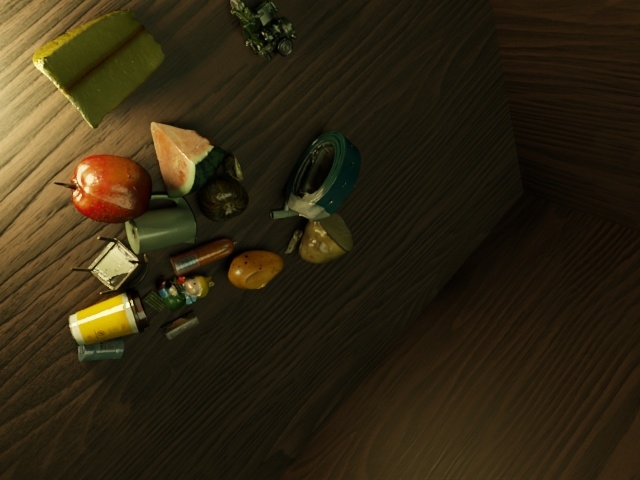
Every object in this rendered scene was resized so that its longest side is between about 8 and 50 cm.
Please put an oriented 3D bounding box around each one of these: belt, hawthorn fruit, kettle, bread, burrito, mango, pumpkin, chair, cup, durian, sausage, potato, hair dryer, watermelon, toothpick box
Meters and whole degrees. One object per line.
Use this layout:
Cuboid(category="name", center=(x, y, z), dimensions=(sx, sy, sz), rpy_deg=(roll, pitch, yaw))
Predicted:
Cuboid(category="belt", center=(0.014, -0.306, 1.991), dimensions=(0.173, 0.300, 0.437), rpy_deg=(25, 92, -44))
Cuboid(category="hawthorn fruit", center=(-0.764, -0.181, 1.451), dimensions=(0.300, 0.254, 0.254), rpy_deg=(1, 113, -53))
Cuboid(category="kettle", center=(-0.648, -0.078, 1.687), dimensions=(0.255, 0.165, 0.240), rpy_deg=(-15, 94, -34))
Cuboid(category="bread", center=(-0.675, -0.579, 1.323), dimensions=(0.361, 0.245, 0.233), rpy_deg=(-40, 132, -10))
Cuboid(category="burrito", center=(-0.141, 0.008, 2.224), dimensions=(0.055, 0.041, 0.149), rpy_deg=(18, 105, -30))
Cuboid(category="mango", center=(-0.321, 0.133, 2.040), dimensions=(0.290, 0.191, 0.160), rpy_deg=(-15, 129, -28))
Cuboid(category="pumpkin", center=(-0.433, -0.188, 1.804), dimensions=(0.219, 0.162, 0.219), rpy_deg=(-20, 148, -13))
Cuboid(category="chair", center=(-0.819, 0.103, 1.646), dimensions=(0.188, 0.166, 0.272), rpy_deg=(-51, 177, -6))
Cuboid(category="cup", center=(-0.867, 0.324, 1.712), dimensions=(0.279, 0.196, 0.196), rpy_deg=(-17, 124, -21))
Cuboid(category="durian", center=(-0.387, -0.322, 1.803), dimensions=(0.071, 0.110, 0.140), rpy_deg=(-14, 123, -5))
Cuboid(category="sausage", center=(-0.526, 0.062, 1.902), dimensions=(0.312, 0.093, 0.093), rpy_deg=(-25, 127, -28))
Cuboid(category="potato", center=(0.000, 0.000, 2.215), dimensions=(0.237, 0.301, 0.288), rpy_deg=(-42, 170, 30))
Cuboid(category="hair dryer", center=(-0.177, -0.204, 2.082), dimensions=(0.155, 0.044, 0.183), rpy_deg=(-13, 116, -35))
Cuboid(category="watermelon", center=(-0.535, -0.300, 1.607), dimensions=(0.292, 0.283, 0.250), rpy_deg=(15, 79, -19))
Cuboid(category="toothpick box", center=(-0.943, 0.464, 1.775), dimensions=(0.153, 0.101, 0.101), rpy_deg=(10, 107, -44))

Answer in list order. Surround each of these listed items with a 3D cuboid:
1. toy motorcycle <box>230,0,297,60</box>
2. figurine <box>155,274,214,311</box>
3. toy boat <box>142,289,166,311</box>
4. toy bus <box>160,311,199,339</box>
Cuboid(category="toy motorcycle", center=(-0.216, -0.847, 1.626), dimensions=(0.205, 0.127, 0.275), rpy_deg=(-43, 137, -9))
Cuboid(category="figurine", center=(-0.617, 0.206, 1.898), dimensions=(0.234, 0.127, 0.185), rpy_deg=(-29, 114, -12))
Cuboid(category="toy boat", center=(-0.754, 0.277, 1.885), dimensions=(0.063, 0.016, 0.115), rpy_deg=(-45, 133, -12))
Cuboid(category="toy bus", center=(-0.674, 0.408, 1.986), dimensions=(0.172, 0.072, 0.057), rpy_deg=(-28, 133, -24))
